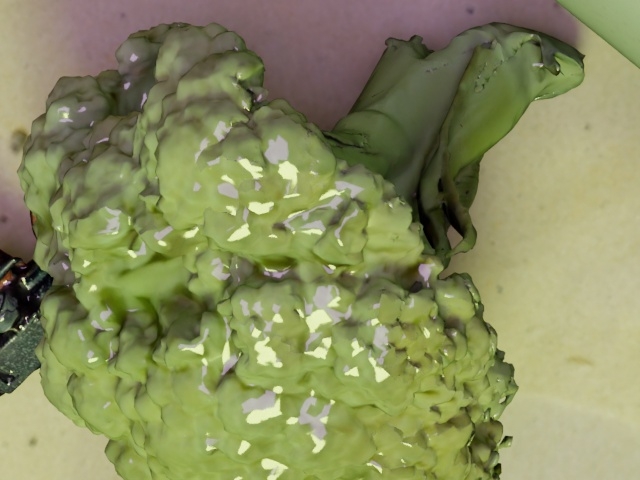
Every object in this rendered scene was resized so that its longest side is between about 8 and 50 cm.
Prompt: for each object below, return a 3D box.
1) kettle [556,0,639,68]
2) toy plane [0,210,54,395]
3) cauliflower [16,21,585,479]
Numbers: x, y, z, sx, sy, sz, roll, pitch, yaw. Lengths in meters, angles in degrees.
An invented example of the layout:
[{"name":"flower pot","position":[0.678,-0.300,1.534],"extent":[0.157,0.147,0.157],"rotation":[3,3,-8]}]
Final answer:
[{"name":"kettle","position":[0.193,-0.194,0.802],"extent":[0.318,0.205,0.265],"rotation":[39,103,16]},{"name":"toy plane","position":[-0.170,0.059,0.998],"extent":[0.130,0.061,0.189],"rotation":[29,109,-30]},{"name":"cauliflower","position":[-0.021,0.006,0.891],"extent":[0.260,0.281,0.327],"rotation":[14,142,0]}]
